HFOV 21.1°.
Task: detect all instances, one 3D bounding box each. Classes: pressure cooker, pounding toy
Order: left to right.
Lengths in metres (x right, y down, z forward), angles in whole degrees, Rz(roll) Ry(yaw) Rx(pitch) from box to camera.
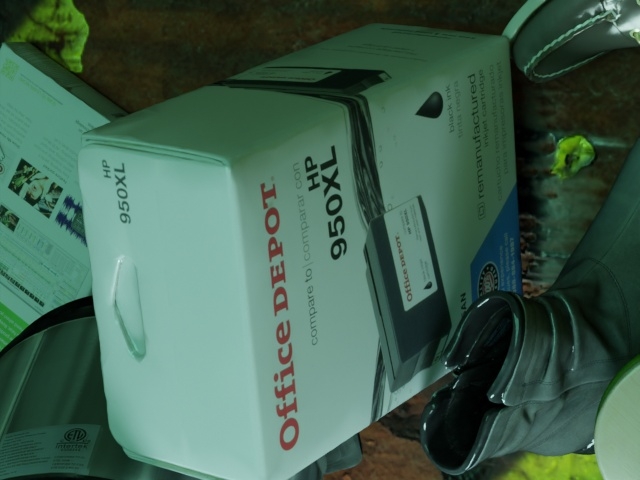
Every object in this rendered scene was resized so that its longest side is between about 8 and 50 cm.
[{"bbox_3d":[-0.176,0.254,1.636,0.370,0.420,0.375,25,122,-10],"label":"pressure cooker"},{"bbox_3d":[0.333,0.174,1.518,0.183,0.110,0.237,-10,111,7],"label":"pounding toy"}]

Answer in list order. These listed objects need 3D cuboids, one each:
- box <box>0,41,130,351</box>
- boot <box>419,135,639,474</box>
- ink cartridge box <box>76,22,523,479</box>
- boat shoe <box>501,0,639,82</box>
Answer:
[{"bbox_3d":[-0.312,-0.021,1.870,0.232,0.058,0.322,36,110,20],"label":"box"},{"bbox_3d":[0.223,0.052,1.483,0.118,0.223,0.338,29,108,40],"label":"boot"},{"bbox_3d":[0.000,0.000,1.468,0.166,0.395,0.285,10,115,37],"label":"ink cartridge box"},{"bbox_3d":[0.306,-0.219,1.480,0.324,0.116,0.096,-30,73,22],"label":"boat shoe"}]
